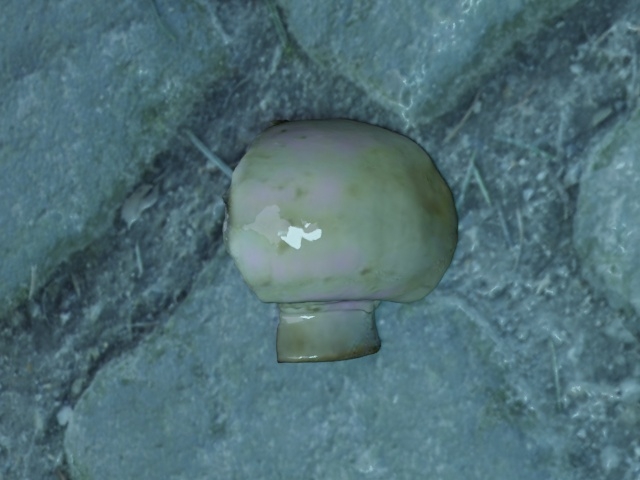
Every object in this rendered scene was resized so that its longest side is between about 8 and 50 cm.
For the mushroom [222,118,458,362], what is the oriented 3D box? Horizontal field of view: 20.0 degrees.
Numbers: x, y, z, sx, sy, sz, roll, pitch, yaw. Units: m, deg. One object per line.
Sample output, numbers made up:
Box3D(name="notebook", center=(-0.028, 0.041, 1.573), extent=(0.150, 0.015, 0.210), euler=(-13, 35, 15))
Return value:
Box3D(name="mushroom", center=(0.019, -0.004, 1.681), extent=(0.173, 0.162, 0.236), euler=(-3, 89, 27))
